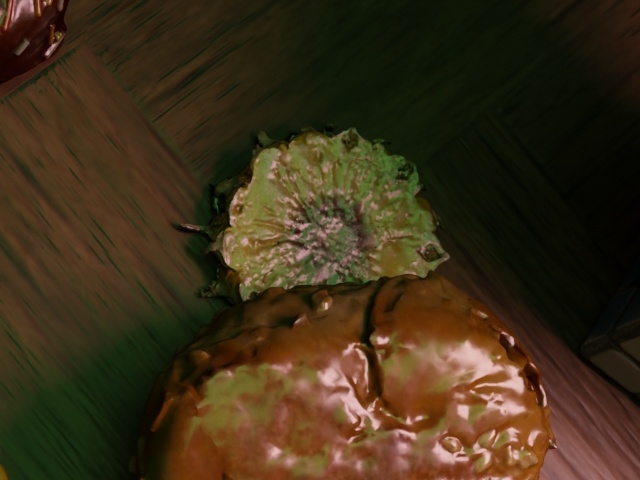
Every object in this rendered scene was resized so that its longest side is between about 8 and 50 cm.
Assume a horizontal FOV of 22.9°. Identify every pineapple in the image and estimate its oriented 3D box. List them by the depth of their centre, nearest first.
[{"bbox_3d":[0.000,0.000,1.257,0.221,0.047,0.221,4,77,-16],"label":"pineapple"}]

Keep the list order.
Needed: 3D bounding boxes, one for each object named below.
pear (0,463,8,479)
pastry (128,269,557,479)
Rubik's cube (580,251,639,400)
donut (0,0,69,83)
[{"bbox_3d":[-0.266,0.180,1.107,0.092,0.097,0.092,-5,71,14],"label":"pear"},{"bbox_3d":[0.012,0.153,1.162,0.311,0.162,0.255,-3,88,-14],"label":"pastry"},{"bbox_3d":[0.410,0.045,1.263,0.253,0.256,0.259,38,68,-4],"label":"Rubik's cube"},{"bbox_3d":[-0.292,-0.231,1.191,0.216,0.096,0.230,6,76,-16],"label":"donut"}]
